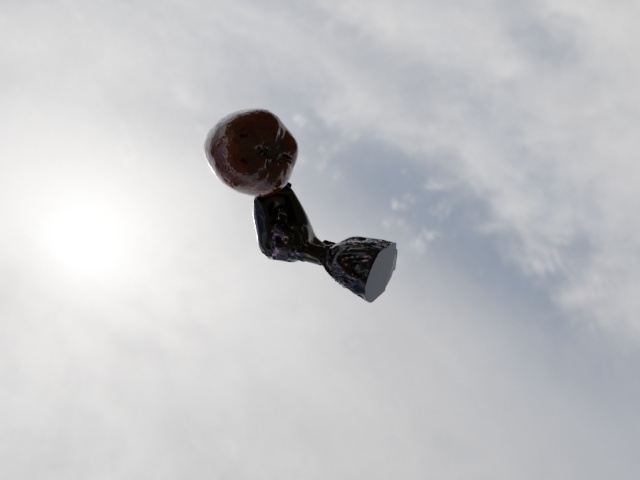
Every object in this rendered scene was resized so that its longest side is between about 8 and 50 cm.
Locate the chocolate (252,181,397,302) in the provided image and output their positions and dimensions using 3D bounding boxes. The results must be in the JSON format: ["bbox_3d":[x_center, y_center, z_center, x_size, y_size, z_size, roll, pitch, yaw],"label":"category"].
[{"bbox_3d":[-0.001,0.003,0.917,0.147,0.070,0.072,28,-100,30],"label":"chocolate"}]

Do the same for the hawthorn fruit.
[{"bbox_3d":[-0.068,-0.078,0.888,0.081,0.093,0.081,-3,-86,-37],"label":"hawthorn fruit"}]
